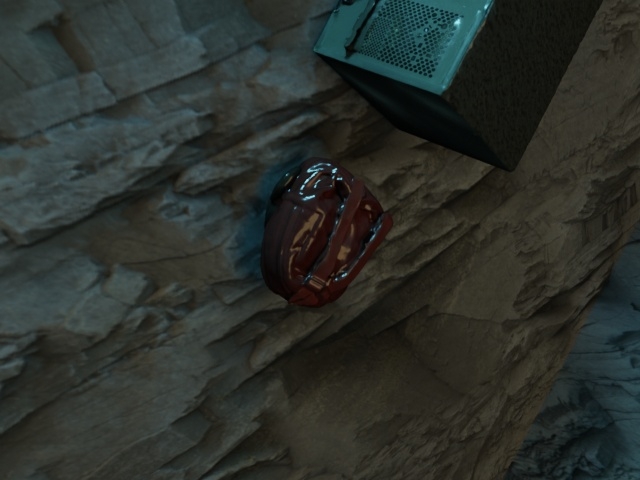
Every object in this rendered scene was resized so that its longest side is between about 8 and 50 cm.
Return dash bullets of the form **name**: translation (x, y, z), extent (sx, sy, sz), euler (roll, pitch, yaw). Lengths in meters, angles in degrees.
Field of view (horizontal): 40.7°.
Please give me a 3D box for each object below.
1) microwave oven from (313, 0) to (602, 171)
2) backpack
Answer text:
- **microwave oven**: translation (0.238, -0.379, 1.286), extent (0.374, 0.236, 0.432), euler (28, 89, -56)
- **backpack**: translation (-0.002, -0.001, 1.302), extent (0.229, 0.139, 0.229), euler (-34, 135, -43)
